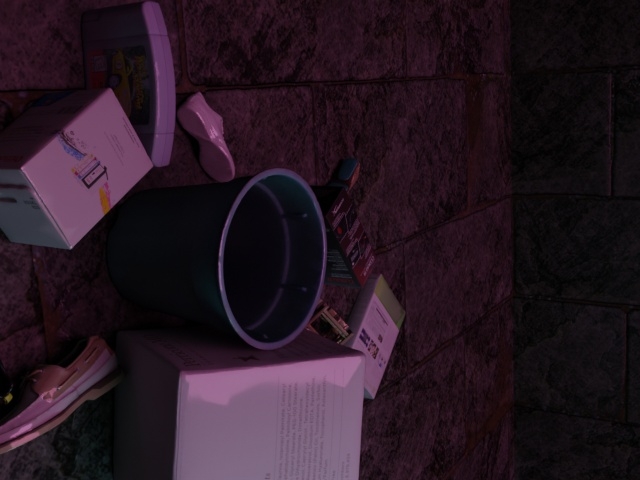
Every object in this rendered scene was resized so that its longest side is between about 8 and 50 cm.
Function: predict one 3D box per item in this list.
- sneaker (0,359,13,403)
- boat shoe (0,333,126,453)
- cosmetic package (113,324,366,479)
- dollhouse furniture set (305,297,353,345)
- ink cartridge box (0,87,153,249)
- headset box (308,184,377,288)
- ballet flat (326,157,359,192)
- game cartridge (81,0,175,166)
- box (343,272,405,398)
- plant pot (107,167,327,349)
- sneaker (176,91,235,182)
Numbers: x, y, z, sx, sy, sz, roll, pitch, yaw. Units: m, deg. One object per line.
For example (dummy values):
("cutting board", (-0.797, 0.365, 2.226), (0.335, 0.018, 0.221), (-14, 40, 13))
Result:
("sneaker", (-0.559, 0.168, 1.233), (0.084, 0.097, 0.234), (-55, 136, -40))
("boat shoe", (-0.484, 0.269, 1.367), (0.302, 0.113, 0.103), (-35, 104, -56))
("cosmetic package", (-0.165, 0.354, 1.524), (0.394, 0.329, 0.327), (0, 98, -33))
("dollhouse furniture set", (-0.014, 0.214, 2.136), (0.101, 0.161, 0.182), (-42, 96, -1))
("ink cartridge box", (-0.444, -0.124, 1.314), (0.232, 0.171, 0.168), (-55, 136, -38))
("headset box", (0.000, 0.000, 1.970), (0.110, 0.218, 0.293), (-59, 139, -33))
("ballet flat", (0.060, -0.147, 2.188), (0.206, 0.073, 0.067), (-55, 150, -34))
("game cartridge", (-0.350, -0.282, 1.419), (0.060, 0.196, 0.294), (-16, 106, -57))
("box", (0.156, 0.295, 2.393), (0.232, 0.059, 0.321), (56, 50, -43))
("plant pot", (-0.215, 0.026, 1.533), (0.341, 0.334, 0.340), (-8, 100, -56))
("sneaker", (-0.237, -0.231, 1.719), (0.094, 0.080, 0.212), (-67, 143, -46))
